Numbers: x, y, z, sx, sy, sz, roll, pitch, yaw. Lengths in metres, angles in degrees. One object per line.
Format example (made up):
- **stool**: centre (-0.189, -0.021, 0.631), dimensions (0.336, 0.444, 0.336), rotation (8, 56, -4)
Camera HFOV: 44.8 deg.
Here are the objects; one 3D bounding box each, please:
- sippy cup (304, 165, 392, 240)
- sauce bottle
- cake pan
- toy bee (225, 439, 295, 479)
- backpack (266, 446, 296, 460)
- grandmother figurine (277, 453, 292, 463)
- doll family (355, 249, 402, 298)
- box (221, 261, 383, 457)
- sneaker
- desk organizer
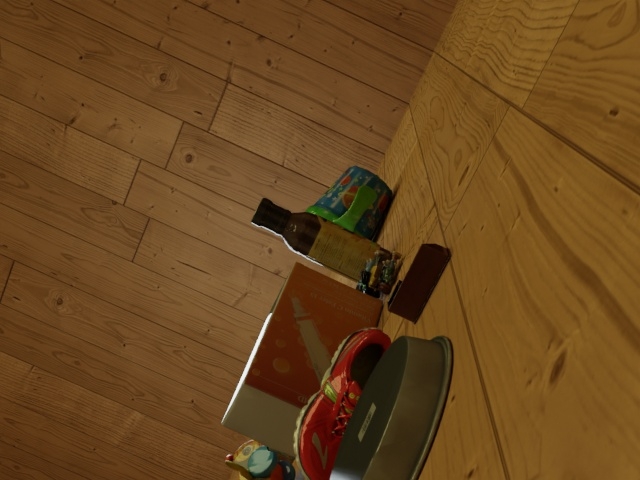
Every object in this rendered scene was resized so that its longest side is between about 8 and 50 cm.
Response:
- **sippy cup**: centre (0.101, -0.100, 2.414), dimensions (0.305, 0.240, 0.224), rotation (19, 70, 49)
- **sauce bottle**: centre (0.000, 0.000, 1.878), dimensions (0.111, 0.344, 0.111), rotation (-63, 4, 7)
- **cake pan**: centre (0.083, 0.250, 1.021), dimensions (0.293, 0.054, 0.293), rotation (-155, 90, -87)
- **toy bee**: centre (-0.137, 0.519, 1.735), dimensions (0.162, 0.195, 0.298), rotation (-22, 19, 24)
- **backpack**: centre (-0.043, 0.383, 1.669), dimensions (0.182, 0.115, 0.152), rotation (-55, -27, -49)
- **grandmother figurine**: centre (-0.076, 0.446, 2.094), dimensions (0.208, 0.104, 0.342), rotation (-51, 14, 43)
- **doll family**: centre (0.119, 0.088, 1.723), dimensions (0.193, 0.076, 0.111), rotation (104, -175, -75)
- **box**: centre (-0.030, 0.247, 1.595), dimensions (0.345, 0.215, 0.168), rotation (-69, 4, -46)
- **sneaker**: centre (0.041, 0.267, 1.279), dimensions (0.279, 0.107, 0.118), rotation (-69, 13, -20)
- **desk organizer**: centre (0.158, 0.064, 1.260), dimensions (0.047, 0.050, 0.130), rotation (-74, 9, -74)
